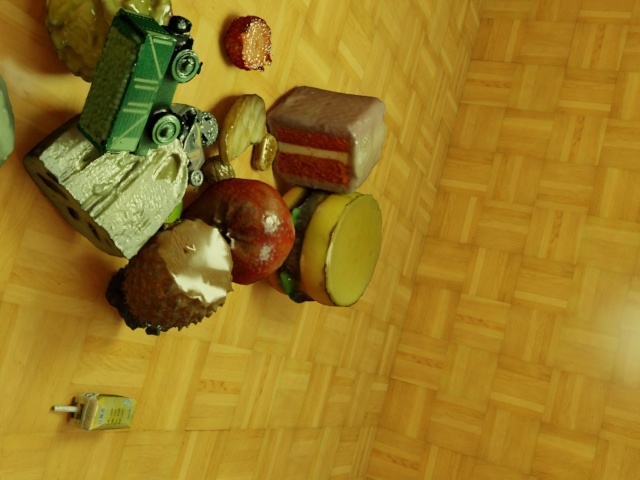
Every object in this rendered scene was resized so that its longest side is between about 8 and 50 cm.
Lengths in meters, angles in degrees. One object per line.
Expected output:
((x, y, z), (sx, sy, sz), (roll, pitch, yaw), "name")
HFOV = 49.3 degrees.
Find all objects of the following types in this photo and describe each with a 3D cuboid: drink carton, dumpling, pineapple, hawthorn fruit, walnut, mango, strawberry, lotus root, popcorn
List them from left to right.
((-0.561, -0.203, 1.130), (0.108, 0.153, 0.219), (-9, 135, -18), "dumpling")
((-0.493, 0.376, 1.535), (0.200, 0.074, 0.084), (29, 74, -65), "drink carton")
((-0.381, -0.414, 1.282), (0.259, 0.212, 0.259), (-43, 144, -44), "popcorn")
((-0.404, -0.150, 1.365), (0.260, 0.149, 0.267), (-54, 130, -27), "lotus root")
((-0.354, 0.104, 1.506), (0.223, 0.357, 0.223), (22, 55, -35), "pineapple")
((-0.357, -0.071, 1.644), (0.073, 0.056, 0.108), (61, 47, -67), "mango")
((-0.259, -0.171, 1.785), (0.079, 0.082, 0.096), (-93, 169, -45), "walnut")
((-0.192, -0.023, 1.761), (0.330, 0.287, 0.287), (-13, 113, -73), "hawthorn fruit")
((-0.186, -0.503, 1.781), (0.145, 0.086, 0.145), (-32, 127, -57), "strawberry")

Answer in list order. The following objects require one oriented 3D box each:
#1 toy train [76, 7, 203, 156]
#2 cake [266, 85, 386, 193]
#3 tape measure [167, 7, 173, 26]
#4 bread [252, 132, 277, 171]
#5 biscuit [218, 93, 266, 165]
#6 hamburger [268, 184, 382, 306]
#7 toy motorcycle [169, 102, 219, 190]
((-0.305, -0.265, 1.212), (0.154, 0.115, 0.269), (-6, 132, -51), "toy train")
((0.023, -0.303, 2.061), (0.230, 0.309, 0.237), (-50, 146, -41), "cake")
((-0.357, -0.437, 1.465), (0.118, 0.074, 0.125), (-51, 142, -43), "tape measure")
((-0.160, -0.252, 1.998), (0.083, 0.044, 0.111), (3, 99, -68), "bread")
((-0.202, -0.300, 1.817), (0.299, 0.045, 0.154), (-54, 148, -67), "biscuit")
((0.000, 0.000, 2.162), (0.396, 0.277, 0.396), (-35, 132, -52), "hamburger")
((-0.337, -0.205, 1.584), (0.307, 0.108, 0.173), (-62, 141, -30), "toy motorcycle")
